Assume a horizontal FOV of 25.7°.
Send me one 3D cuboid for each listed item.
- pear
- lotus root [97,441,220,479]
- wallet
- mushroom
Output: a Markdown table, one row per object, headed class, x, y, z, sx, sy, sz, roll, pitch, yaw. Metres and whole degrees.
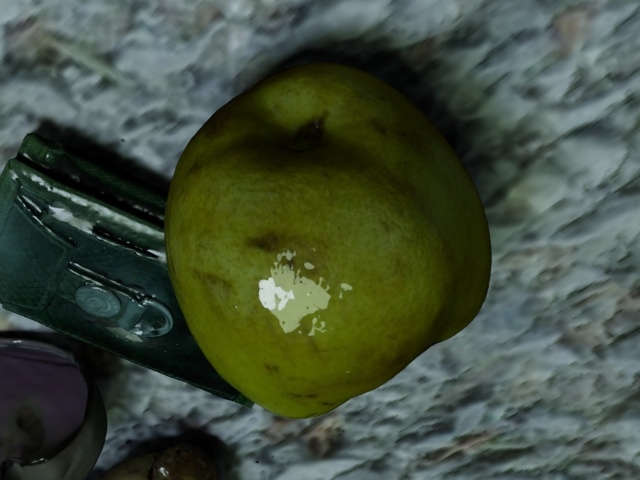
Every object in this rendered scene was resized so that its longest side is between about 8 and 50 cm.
| class | x | y | z | sx | sy | sz | roll | pitch | yaw |
| --- | --- | --- | --- | --- | --- | --- | --- | --- | --- |
| pear | 0.000 | 0.000 | 0.827 | 0.200 | 0.200 | 0.200 | 7 | 129 | 8 |
| lotus root | -0.161 | 0.262 | 1.106 | 0.154 | 0.140 | 0.257 | 23 | 124 | -14 |
| wallet | -0.121 | 0.031 | 0.968 | 0.236 | 0.055 | 0.160 | 26 | 136 | -9 |
| mushroom | -0.239 | 0.147 | 1.038 | 0.188 | 0.141 | 0.117 | -4 | 149 | 20 |
